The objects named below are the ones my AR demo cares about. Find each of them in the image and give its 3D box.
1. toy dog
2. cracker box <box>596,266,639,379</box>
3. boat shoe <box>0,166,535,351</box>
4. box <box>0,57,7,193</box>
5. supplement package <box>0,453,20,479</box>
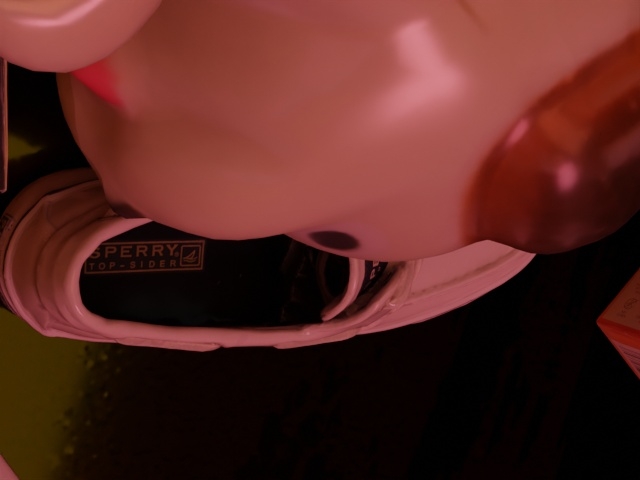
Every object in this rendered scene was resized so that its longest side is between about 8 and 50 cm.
[{"bbox_3d":[0.004,-0.181,0.526,0.395,0.284,0.408,-31,135,-40],"label":"toy dog"},{"bbox_3d":[0.271,0.014,0.871,0.232,0.067,0.155,-47,120,-13],"label":"cracker box"},{"bbox_3d":[0.000,0.000,0.696,0.267,0.088,0.096,-1,100,-30],"label":"boat shoe"},{"bbox_3d":[-0.230,-0.042,0.556,0.232,0.087,0.058,-4,100,-28],"label":"box"},{"bbox_3d":[-0.202,0.120,0.593,0.179,0.105,0.105,-40,116,-18],"label":"supplement package"}]
